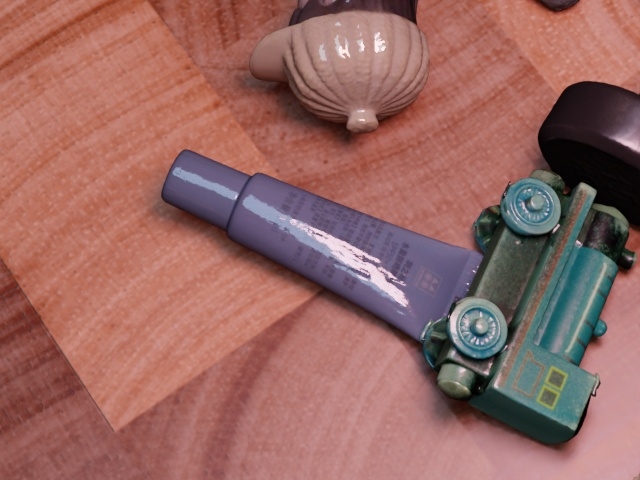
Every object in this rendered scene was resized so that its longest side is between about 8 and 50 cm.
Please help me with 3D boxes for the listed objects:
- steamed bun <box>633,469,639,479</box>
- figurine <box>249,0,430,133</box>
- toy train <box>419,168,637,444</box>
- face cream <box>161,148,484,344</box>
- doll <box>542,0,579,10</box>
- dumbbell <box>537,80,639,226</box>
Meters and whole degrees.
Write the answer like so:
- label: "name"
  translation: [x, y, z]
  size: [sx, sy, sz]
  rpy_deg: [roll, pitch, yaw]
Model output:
- label: "steamed bun"
  translation: [0.417, 0.292, 1.662]
  size: [0.273, 0.290, 0.272]
  rpy_deg: [27, 96, -4]
- label: "figurine"
  translation: [0.057, -0.297, 1.957]
  size: [0.204, 0.185, 0.332]
  rpy_deg: [23, 93, 45]
- label: "toy train"
  translation: [0.243, 0.068, 1.862]
  size: [0.194, 0.120, 0.298]
  rpy_deg: [28, 68, -3]
- label: "face cream"
  translation: [0.000, 0.000, 1.931]
  size: [0.385, 0.086, 0.136]
  rpy_deg: [24, 69, 6]
- label: "doll"
  translation: [0.233, -0.439, 2.050]
  size: [0.340, 0.158, 0.246]
  rpy_deg: [42, 111, 3]
- label: "dumbbell"
  translation: [0.410, -0.191, 1.890]
  size: [0.203, 0.204, 0.322]
  rpy_deg: [30, 77, 15]
